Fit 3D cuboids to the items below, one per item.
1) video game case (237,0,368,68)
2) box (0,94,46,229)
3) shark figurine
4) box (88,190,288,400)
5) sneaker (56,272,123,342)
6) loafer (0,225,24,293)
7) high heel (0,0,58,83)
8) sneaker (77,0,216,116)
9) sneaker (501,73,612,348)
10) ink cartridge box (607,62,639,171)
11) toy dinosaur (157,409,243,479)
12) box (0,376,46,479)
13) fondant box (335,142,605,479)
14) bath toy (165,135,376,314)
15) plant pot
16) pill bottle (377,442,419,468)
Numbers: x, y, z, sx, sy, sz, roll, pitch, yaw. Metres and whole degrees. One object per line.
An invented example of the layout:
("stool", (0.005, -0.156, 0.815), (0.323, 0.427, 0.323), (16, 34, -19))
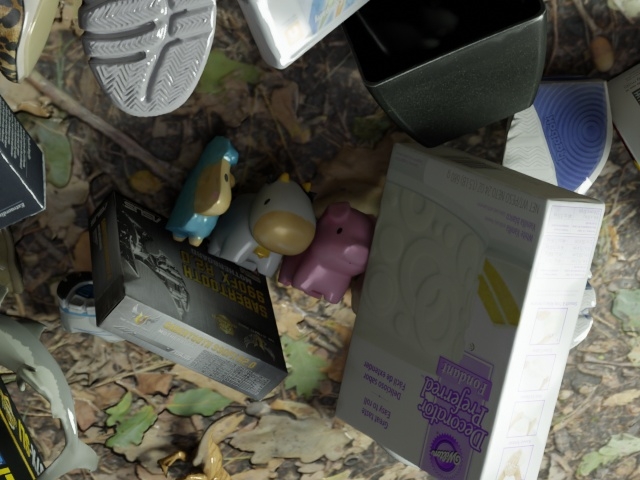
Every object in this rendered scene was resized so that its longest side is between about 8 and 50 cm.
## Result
("video game case", (0.026, -0.365, 1.258), (0.329, 0.036, 0.300), (-41, 134, -19))
("box", (-0.398, -0.100, 1.424), (0.153, 0.108, 0.207), (-24, 129, 7))
("shark figurine", (-0.339, 0.146, 1.635), (0.278, 0.116, 0.166), (43, 113, 1))
("box", (-0.152, 0.063, 1.578), (0.231, 0.183, 0.056), (29, 117, -31))
("sneaker", (-0.222, 0.089, 1.667), (0.190, 0.071, 0.083), (8, 134, -9))
("loafer", (-0.368, 0.008, 1.562), (0.050, 0.056, 0.148), (-14, 131, -11))
("high heel", (-0.350, -0.268, 1.345), (0.186, 0.093, 0.261), (21, 142, 2))
("sneaker", (-0.174, -0.285, 1.275), (0.124, 0.180, 0.321), (-8, 117, -10))
("sneaker", (0.246, -0.039, 1.633), (0.127, 0.182, 0.316), (2, 99, -9))
("ink cartridge box", (0.470, -0.032, 1.591), (0.130, 0.272, 0.309), (-31, 129, 13))
("toy dinosaur", (-0.157, 0.290, 1.860), (0.112, 0.064, 0.211), (-25, 143, -17))
("box", (-0.486, 0.325, 1.787), (0.257, 0.079, 0.322), (-16, 131, -3))
("fondant box", (0.153, 0.082, 1.507), (0.096, 0.238, 0.330), (0, 107, -40))
("bath toy", (0.000, 0.000, 1.608), (0.348, 0.151, 0.129), (25, 85, -30))
("plant pot", (0.130, -0.207, 1.431), (0.187, 0.188, 0.167), (-23, 142, 5))
("pill bottle", (0.164, 0.173, 1.781), (0.131, 0.131, 0.229), (16, 124, -25))
